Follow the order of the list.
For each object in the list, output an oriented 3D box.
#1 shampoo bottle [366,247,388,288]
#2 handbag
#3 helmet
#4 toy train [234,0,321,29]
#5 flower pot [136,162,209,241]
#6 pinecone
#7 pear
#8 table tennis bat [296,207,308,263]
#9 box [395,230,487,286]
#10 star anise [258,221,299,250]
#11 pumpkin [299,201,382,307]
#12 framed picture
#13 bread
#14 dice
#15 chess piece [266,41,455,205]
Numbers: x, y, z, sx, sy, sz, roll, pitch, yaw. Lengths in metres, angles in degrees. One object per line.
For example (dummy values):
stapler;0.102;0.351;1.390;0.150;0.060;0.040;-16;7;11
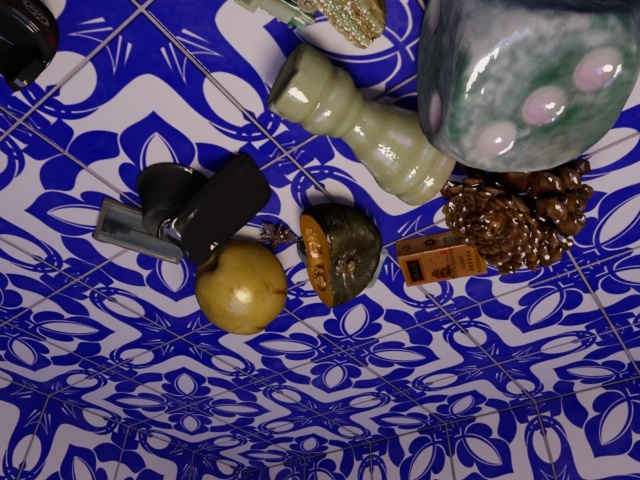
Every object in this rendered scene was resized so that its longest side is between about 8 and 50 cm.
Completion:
shampoo bottle;0.184;0.097;1.774;0.069;0.041;0.191;16;137;-9
handbag;-0.289;-0.081;1.431;0.332;0.075;0.192;-44;137;-13
helmet;-0.653;-0.433;1.066;0.215;0.193;0.189;-10;142;30
toy train;-0.084;-0.512;1.060;0.193;0.081;0.125;23;145;-27
flower pot;-0.430;-0.093;1.490;0.235;0.148;0.235;0;138;0
pinecone;0.522;-0.124;1.324;0.383;0.385;0.385;1;139;0
pear;-0.252;0.150;1.654;0.313;0.315;0.315;1;139;0
table tennis bat;0.000;0.000;1.684;0.173;0.023;0.301;-7;140;7
box;0.400;0.056;1.699;0.273;0.076;0.174;-12;136;14
star anise;-0.149;-0.021;1.633;0.124;0.056;0.129;-20;135;23
pumpkin;0.084;0.029;1.536;0.232;0.242;0.325;-20;124;-18
framed picture;-0.572;-0.023;1.666;0.289;0.016;0.213;20;137;-20
bread;0.061;-0.496;1.028;0.102;0.138;0.196;-19;136;35
dice;0.385;-0.351;1.027;0.327;0.331;0.348;0;137;-3
chess piece;0.097;-0.277;1.222;0.441;0.234;0.234;27;133;-20
